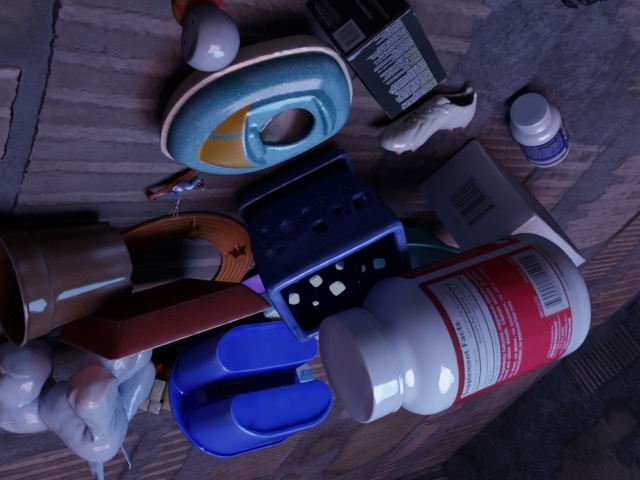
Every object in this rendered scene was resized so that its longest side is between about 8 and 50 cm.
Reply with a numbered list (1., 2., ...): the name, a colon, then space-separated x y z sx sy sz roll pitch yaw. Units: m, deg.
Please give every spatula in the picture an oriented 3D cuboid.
1. spatula: -0.188 0.144 1.423 0.296 0.030 0.084 -39 148 16

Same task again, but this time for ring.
1. ring: -0.272 0.074 1.246 0.337 0.032 0.336 -21 149 -13

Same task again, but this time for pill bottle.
1. pill bottle: 0.216 0.144 1.159 0.408 0.229 0.229 -17 147 -23
2. pill bottle: 0.415 -0.212 1.347 0.094 0.094 0.169 -38 149 13

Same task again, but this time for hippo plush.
1. hippo plush: -0.439 0.260 1.231 0.237 0.234 0.294 12 119 7

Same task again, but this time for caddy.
1. caddy: -0.141 0.297 1.423 0.179 0.241 0.341 -29 160 39

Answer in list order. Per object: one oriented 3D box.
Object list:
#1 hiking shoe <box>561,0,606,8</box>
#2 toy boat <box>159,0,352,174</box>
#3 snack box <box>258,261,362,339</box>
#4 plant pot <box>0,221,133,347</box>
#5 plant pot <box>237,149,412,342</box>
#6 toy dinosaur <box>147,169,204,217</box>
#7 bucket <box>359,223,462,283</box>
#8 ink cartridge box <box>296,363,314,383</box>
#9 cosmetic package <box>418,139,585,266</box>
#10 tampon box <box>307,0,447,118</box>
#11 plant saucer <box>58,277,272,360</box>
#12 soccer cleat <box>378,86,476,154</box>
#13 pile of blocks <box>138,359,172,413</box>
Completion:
1. hiking shoe: 0.398 -0.398 1.061 0.227 0.086 0.114 -8 140 -34
2. toy boat: -0.099 -0.186 0.874 0.268 0.148 0.318 -23 148 4
3. snack box: 0.019 0.129 1.550 0.187 0.060 0.322 -37 149 11
4. plant pot: -0.369 0.050 1.009 0.165 0.167 0.167 -14 147 -38
5. plant pot: 0.000 0.000 1.189 0.236 0.212 0.236 -27 150 -4
6. toy dinosaur: -0.220 -0.083 1.068 0.082 0.047 0.090 -4 109 -23
7. bucket: 0.216 0.121 1.512 0.281 0.183 0.281 -33 144 -29
8. ink cartridge box: -0.083 0.284 1.634 0.089 0.122 0.052 3 140 -43
9. cosmetic package: 0.390 -0.031 1.481 0.156 0.217 0.385 -41 150 19
10. tampon box: 0.079 -0.266 0.947 0.101 0.120 0.161 -36 149 10
11. plant saucer: -0.250 0.109 1.099 0.259 0.047 0.259 -16 -170 -35
12. soccer cleat: 0.181 -0.207 1.189 0.196 0.068 0.076 -24 145 -24
13. pile of blocks: -0.318 0.292 1.489 0.362 0.149 0.112 41 64 -68
